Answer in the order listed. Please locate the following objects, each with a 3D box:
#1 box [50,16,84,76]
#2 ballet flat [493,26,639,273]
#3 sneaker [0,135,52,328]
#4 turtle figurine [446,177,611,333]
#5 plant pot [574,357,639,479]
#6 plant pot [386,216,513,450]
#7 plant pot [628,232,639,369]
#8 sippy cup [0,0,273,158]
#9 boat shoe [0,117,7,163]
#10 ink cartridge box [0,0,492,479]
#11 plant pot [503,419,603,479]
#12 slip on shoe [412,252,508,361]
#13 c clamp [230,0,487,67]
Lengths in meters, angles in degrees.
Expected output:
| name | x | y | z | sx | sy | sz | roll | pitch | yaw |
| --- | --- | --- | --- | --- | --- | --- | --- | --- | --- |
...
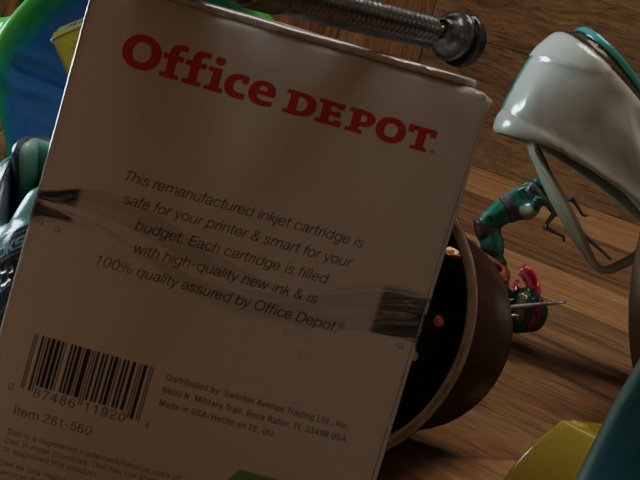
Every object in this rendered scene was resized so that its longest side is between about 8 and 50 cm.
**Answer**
| name | x | y | z | sx | sy | sz | roll | pitch | yaw |
| --- | --- | --- | --- | --- | --- | --- | --- | --- | --- |
| box | -0.054 | 0.000 | 0.819 | 0.058 | 0.232 | 0.087 | -21 | 13 | -2 |
| ballet flat | 0.294 | 0.004 | 1.437 | 0.400 | 0.139 | 0.139 | 46 | 6 | -5 |
| sneaker | -0.131 | 0.003 | 0.916 | 0.110 | 0.122 | 0.283 | -1 | 11 | -15 |
| turtle figurine | 0.119 | 0.023 | 1.463 | 0.234 | 0.118 | 0.175 | 24 | 47 | -6 |
| plant pot | 0.225 | 0.125 | 0.430 | 0.255 | 0.271 | 0.271 | 30 | 4 | -14 |
| plant pot | 0.028 | 0.040 | 0.970 | 0.167 | 0.167 | 0.165 | 19 | 1 | 21 |
| plant pot | 0.383 | 0.049 | 1.236 | 0.280 | 0.323 | 0.323 | 3 | -1 | 32 |
| sippy cup | -0.128 | -0.085 | 1.356 | 0.305 | 0.240 | 0.224 | 56 | -1 | 4 |
| boat shoe | -0.317 | -0.051 | 1.062 | 0.113 | 0.103 | 0.302 | 21 | 9 | 33 |
| ink cartridge box | -0.040 | 0.017 | 0.710 | 0.160 | 0.219 | 0.092 | 16 | 9 | -5 |
| plant pot | 0.128 | 0.128 | 0.791 | 0.081 | 0.083 | 0.081 | 10 | 9 | -41 |
| slip on shoe | 0.000 | 0.000 | 1.132 | 0.331 | 0.101 | 0.123 | 27 | -3 | -37 |
| c clamp | 0.002 | -0.086 | 0.656 | 0.137 | 0.022 | 0.161 | 15 | 6 | 41 |
